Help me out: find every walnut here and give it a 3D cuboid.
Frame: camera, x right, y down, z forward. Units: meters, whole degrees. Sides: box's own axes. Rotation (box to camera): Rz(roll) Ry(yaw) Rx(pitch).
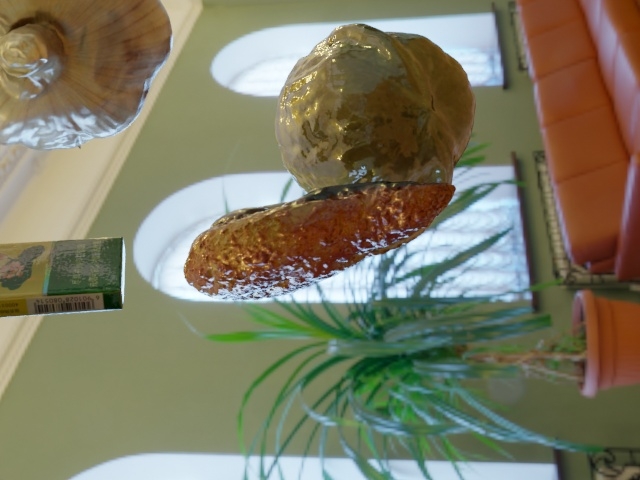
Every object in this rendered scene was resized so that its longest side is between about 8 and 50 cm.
[{"bbox_3d":[0.061,-0.140,1.010,0.283,0.227,0.283,47,154,32],"label":"walnut"}]

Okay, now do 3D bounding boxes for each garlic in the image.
[{"bbox_3d":[-0.191,-0.147,0.569,0.226,0.199,0.199,-137,39,-62],"label":"garlic"}]

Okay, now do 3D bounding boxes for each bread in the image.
[{"bbox_3d":[-0.004,0.001,0.763,0.139,0.269,0.095,-4,-95,-84],"label":"bread"}]

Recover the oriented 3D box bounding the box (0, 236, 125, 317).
[{"bbox_3d":[-0.359,0.045,0.978,0.132,0.235,0.034,-112,21,-58],"label":"box"}]
